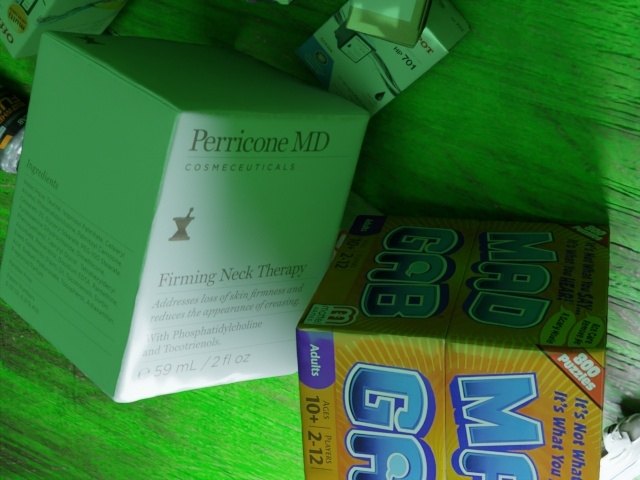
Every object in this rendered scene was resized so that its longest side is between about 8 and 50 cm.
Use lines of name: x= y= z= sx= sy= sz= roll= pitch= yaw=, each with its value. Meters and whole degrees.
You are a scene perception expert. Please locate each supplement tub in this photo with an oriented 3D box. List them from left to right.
supplement tub: x=-0.545 y=-0.195 z=1.971 sx=0.190 sy=0.117 sz=0.117 roll=37 pitch=133 yaw=5

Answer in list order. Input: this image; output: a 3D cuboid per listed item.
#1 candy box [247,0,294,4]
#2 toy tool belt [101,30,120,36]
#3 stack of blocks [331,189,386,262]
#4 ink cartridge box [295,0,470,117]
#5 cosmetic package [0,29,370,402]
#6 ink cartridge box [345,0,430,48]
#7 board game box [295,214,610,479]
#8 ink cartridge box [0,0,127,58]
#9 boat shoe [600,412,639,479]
candy box: x=-0.008 y=-0.400 z=1.390 sx=0.071 sy=0.233 sz=0.159 roll=12 pitch=127 yaw=38
toy tool belt: x=-0.357 y=-0.312 z=1.809 sx=0.083 sy=0.051 sz=0.052 roll=37 pitch=134 yaw=6
stack of blocks: x=0.000 y=0.000 z=1.768 sx=0.297 sy=0.087 sz=0.171 roll=39 pitch=133 yaw=5
ink cartridge box: x=0.081 y=-0.266 z=1.535 sx=0.139 sy=0.082 sz=0.190 roll=49 pitch=135 yaw=-5
cosmetic package: x=-0.196 y=-0.045 z=1.568 sx=0.327 sy=0.329 sz=0.394 roll=32 pitch=116 yaw=40
ink cartridge box: x=0.105 y=-0.353 z=1.327 sx=0.088 sy=0.193 sz=0.235 roll=16 pitch=106 yaw=4
board game box: x=0.189 y=0.201 z=1.513 sx=0.356 sy=0.356 sz=0.356 roll=3 pitch=114 yaw=14
ink cartridge box: x=-0.374 y=-0.404 z=1.655 sx=0.232 sy=0.168 sz=0.171 roll=-38 pitch=82 yaw=44
boat shoe: x=0.448 y=0.298 z=1.683 sx=0.076 sy=0.083 sz=0.226 roll=32 pitch=134 yaw=9
